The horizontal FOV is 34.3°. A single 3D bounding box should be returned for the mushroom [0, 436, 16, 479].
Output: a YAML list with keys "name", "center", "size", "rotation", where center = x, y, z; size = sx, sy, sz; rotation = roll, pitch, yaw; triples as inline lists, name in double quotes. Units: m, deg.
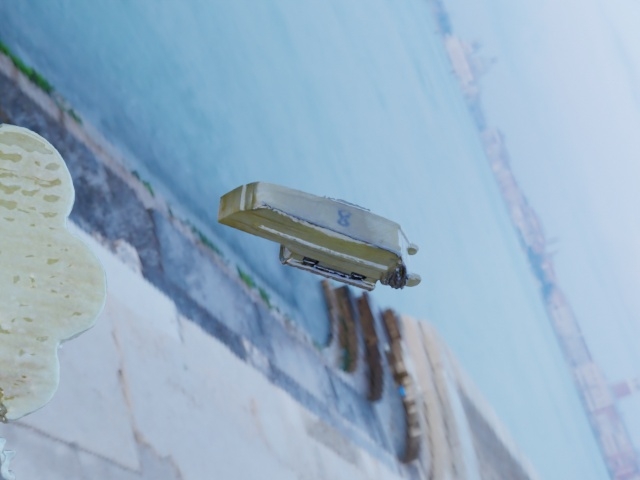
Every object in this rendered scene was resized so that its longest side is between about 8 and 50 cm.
- name: "mushroom"
  center: [-0.427, 0.162, 0.958]
  size: [0.208, 0.301, 0.233]
  rotation: [15, 91, -42]

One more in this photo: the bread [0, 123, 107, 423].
- name: "bread"
  center: [-0.244, -0.008, 0.629]
  size: [0.251, 0.039, 0.182]
  rotation: [34, 62, -26]

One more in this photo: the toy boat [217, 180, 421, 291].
- name: "toy boat"
  center: [0.000, 0.000, 1.088]
  size: [0.088, 0.226, 0.068]
  rotation: [123, -22, -46]
